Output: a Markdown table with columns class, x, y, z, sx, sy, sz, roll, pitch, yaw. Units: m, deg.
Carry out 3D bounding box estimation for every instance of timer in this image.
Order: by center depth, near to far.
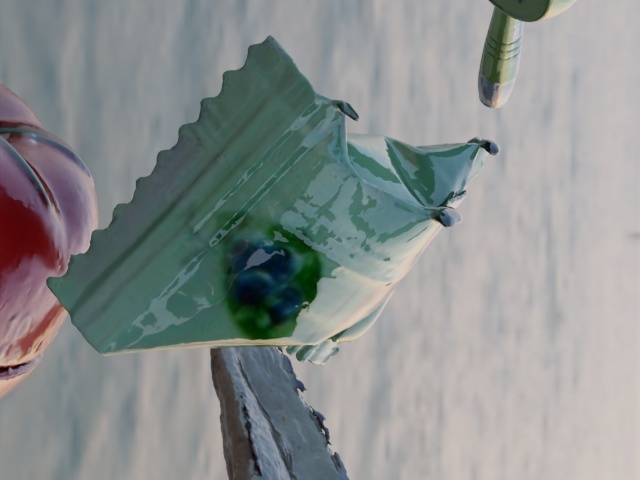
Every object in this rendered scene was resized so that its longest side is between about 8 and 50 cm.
| class | x | y | z | sx | sy | sz | roll | pitch | yaw |
| --- | --- | --- | --- | --- | --- | --- | --- | --- | --- |
| timer | -0.369 | -0.021 | 1.455 | 0.279 | 0.378 | 0.378 | -55 | 177 | 14 |

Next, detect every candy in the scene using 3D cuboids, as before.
| class | x | y | z | sx | sy | sz | roll | pitch | yaw |
| --- | --- | --- | --- | --- | --- | --- | --- | --- | --- |
| candy | -0.004 | -0.005 | 1.442 | 0.172 | 0.263 | 0.398 | 55 | 17 | 16 |

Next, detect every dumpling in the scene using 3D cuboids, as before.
| class | x | y | z | sx | sy | sz | roll | pitch | yaw |
| --- | --- | --- | --- | --- | --- | --- | --- | --- | --- |
| dumpling | -0.051 | 0.218 | 1.771 | 0.166 | 0.086 | 0.332 | 39 | 30 | -37 |

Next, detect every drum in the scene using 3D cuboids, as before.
| class | x | y | z | sx | sy | sz | roll | pitch | yaw |
| --- | --- | --- | --- | --- | --- | --- | --- | --- | --- |
| drum | 0.159 | -0.172 | 1.419 | 0.049 | 0.130 | 0.253 | -37 | 142 | -20 |
